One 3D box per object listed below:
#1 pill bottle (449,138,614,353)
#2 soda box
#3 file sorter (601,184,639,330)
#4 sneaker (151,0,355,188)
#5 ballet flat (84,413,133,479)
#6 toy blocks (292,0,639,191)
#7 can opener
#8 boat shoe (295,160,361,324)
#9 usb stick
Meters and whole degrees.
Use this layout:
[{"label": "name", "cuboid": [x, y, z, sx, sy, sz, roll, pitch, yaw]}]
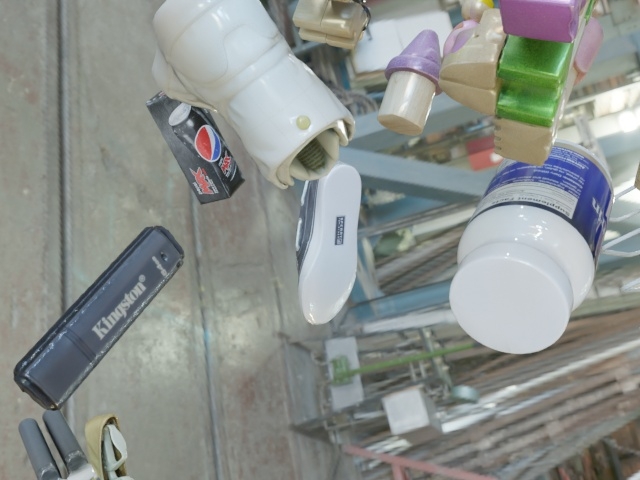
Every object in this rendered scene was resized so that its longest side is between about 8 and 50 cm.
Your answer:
[{"label": "pill bottle", "cuboid": [0.247, 0.001, 0.876, 0.264, 0.153, 0.153, -52, 126, -47]}, {"label": "soda box", "cuboid": [-0.175, -0.137, 1.063, 0.169, 0.060, 0.053, 63, 34, -24]}, {"label": "file sorter", "cuboid": [0.553, 0.040, 1.141, 0.193, 0.173, 0.277, 2, 62, -50]}, {"label": "sneaker", "cuboid": [-0.059, -0.115, 0.660, 0.169, 0.108, 0.292, 52, -2, -6]}, {"label": "ballet flat", "cuboid": [-0.394, 0.440, 1.423, 0.080, 0.073, 0.232, 15, 50, -59]}, {"label": "toy blocks", "cuboid": [0.171, -0.220, 0.542, 0.288, 0.309, 0.260, 47, 60, -70]}, {"label": "can opener", "cuboid": [-0.354, 0.326, 1.035, 0.280, 0.074, 0.093, 31, -45, 51]}, {"label": "boat shoe", "cuboid": [0.000, 0.000, 1.377, 0.102, 0.108, 0.301, 27, -64, 56]}, {"label": "usb stick", "cuboid": [-0.273, 0.091, 0.955, 0.077, 0.045, 0.278, 52, 51, -22]}]
